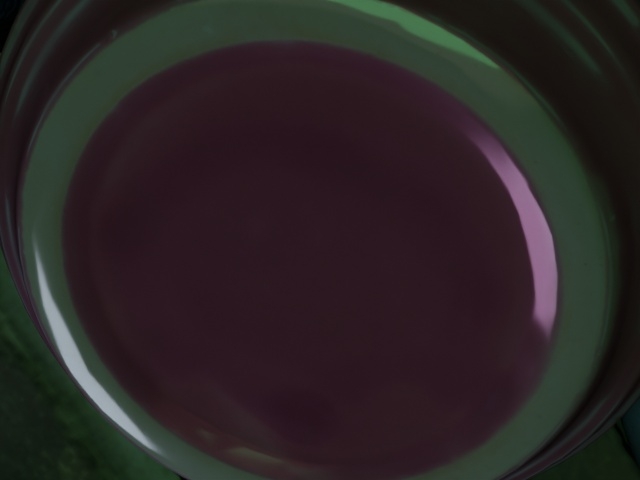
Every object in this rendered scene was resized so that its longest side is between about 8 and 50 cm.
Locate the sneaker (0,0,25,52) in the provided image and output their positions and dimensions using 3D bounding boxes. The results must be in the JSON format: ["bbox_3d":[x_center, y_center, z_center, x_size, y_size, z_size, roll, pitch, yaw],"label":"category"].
[{"bbox_3d":[-0.165,-0.196,0.557,0.081,0.080,0.211,12,87,13],"label":"sneaker"}]

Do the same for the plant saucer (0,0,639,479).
[{"bbox_3d":[0.000,0.000,0.485,0.332,0.084,0.332,5,118,9],"label":"plant saucer"}]

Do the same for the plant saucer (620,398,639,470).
[{"bbox_3d":[0.281,0.058,0.478,0.317,0.043,0.318,4,99,26],"label":"plant saucer"}]
